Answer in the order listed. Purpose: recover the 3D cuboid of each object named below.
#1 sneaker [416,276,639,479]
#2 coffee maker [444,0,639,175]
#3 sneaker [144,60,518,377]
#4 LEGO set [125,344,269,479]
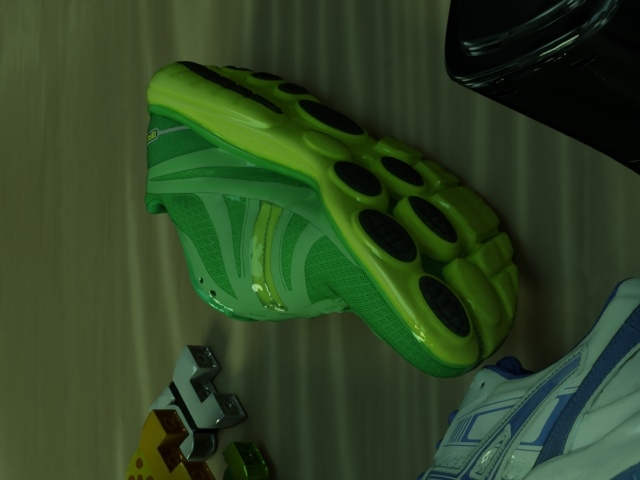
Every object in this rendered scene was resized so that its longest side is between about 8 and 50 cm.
[{"bbox_3d":[0.098,0.133,0.885,0.296,0.112,0.131,-38,44,32],"label":"sneaker"},{"bbox_3d":[0.150,-0.070,0.716,0.120,0.178,0.171,-43,38,34],"label":"coffee maker"},{"bbox_3d":[0.000,0.000,0.983,0.295,0.109,0.123,38,122,44],"label":"sneaker"},{"bbox_3d":[-0.072,0.175,1.030,0.093,0.087,0.227,-49,55,27],"label":"LEGO set"}]
